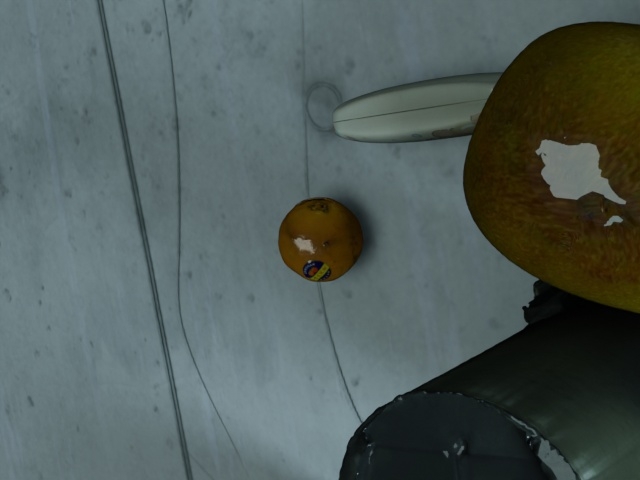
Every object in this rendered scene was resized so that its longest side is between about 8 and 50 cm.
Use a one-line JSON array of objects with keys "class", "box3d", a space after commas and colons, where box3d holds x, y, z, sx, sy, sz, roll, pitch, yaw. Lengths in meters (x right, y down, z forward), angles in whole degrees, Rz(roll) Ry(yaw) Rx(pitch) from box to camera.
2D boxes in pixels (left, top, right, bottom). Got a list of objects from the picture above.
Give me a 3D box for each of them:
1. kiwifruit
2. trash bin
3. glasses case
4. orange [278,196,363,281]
[{"class": "kiwifruit", "box3d": [0.223, -0.046, 0.733, 0.234, 0.196, 0.196, 26, 118, 8]}, {"class": "trash bin", "box3d": [0.174, 0.157, 0.749, 0.203, 0.302, 0.252, -27, 84, 40]}, {"class": "glasses case", "box3d": [0.100, -0.112, 0.892, 0.204, 0.081, 0.051, -3, 96, 41]}, {"class": "orange", "box3d": [0.000, -0.001, 1.001, 0.084, 0.083, 0.083, 10, 107, 37]}]
